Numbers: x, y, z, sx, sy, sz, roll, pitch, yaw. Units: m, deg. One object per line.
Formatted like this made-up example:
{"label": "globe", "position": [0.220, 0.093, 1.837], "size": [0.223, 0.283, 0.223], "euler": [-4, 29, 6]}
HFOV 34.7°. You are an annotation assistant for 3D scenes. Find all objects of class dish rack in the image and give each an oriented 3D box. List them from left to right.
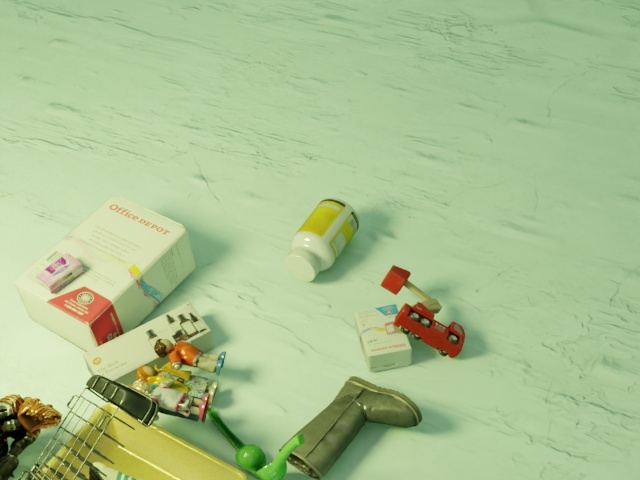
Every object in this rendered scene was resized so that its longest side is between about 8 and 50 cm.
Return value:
{"label": "dish rack", "position": [-0.400, 0.355, 1.714], "size": [0.271, 0.074, 0.208], "euler": [-58, 26, -14]}

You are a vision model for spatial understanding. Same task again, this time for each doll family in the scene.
{"label": "doll family", "position": [-0.283, 0.281, 1.902], "size": [0.163, 0.118, 0.263], "euler": [14, 21, 0]}

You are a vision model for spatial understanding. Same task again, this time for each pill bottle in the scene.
{"label": "pill bottle", "position": [0.000, 0.000, 2.191], "size": [0.103, 0.103, 0.184], "euler": [18, 49, 23]}

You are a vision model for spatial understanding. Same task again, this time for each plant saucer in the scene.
{"label": "plant saucer", "position": [-0.342, 0.477, 1.761], "size": [0.333, 0.081, 0.332], "euler": [22, 52, 26]}

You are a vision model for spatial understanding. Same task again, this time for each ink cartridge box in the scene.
{"label": "ink cartridge box", "position": [-0.445, 0.071, 2.147], "size": [0.226, 0.131, 0.306], "euler": [25, 52, 28]}
{"label": "ink cartridge box", "position": [0.123, 0.192, 2.019], "size": [0.089, 0.052, 0.122], "euler": [-11, 45, -6]}

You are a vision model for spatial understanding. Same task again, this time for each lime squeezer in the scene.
{"label": "lime squeezer", "position": [-0.118, 0.375, 1.828], "size": [0.059, 0.110, 0.310], "euler": [-36, 21, -29]}

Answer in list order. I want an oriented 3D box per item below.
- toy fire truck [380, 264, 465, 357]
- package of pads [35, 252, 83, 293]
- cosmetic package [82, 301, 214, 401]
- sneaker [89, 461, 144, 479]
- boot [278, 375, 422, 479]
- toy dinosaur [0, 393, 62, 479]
{"label": "toy fire truck", "position": [0.203, 0.140, 2.028], "size": [0.192, 0.047, 0.135], "euler": [30, 34, -2]}
{"label": "package of pads", "position": [-0.522, 0.066, 2.049], "size": [0.050, 0.032, 0.083], "euler": [32, 58, 30]}
{"label": "cosmetic package", "position": [-0.340, 0.218, 2.037], "size": [0.239, 0.060, 0.099], "euler": [-27, 47, -20]}
{"label": "sneaker", "position": [-0.326, 0.423, 1.729], "size": [0.075, 0.057, 0.161], "euler": [-12, 31, -43]}
{"label": "boot", "position": [0.055, 0.349, 1.852], "size": [0.190, 0.076, 0.208], "euler": [13, 39, 38]}
{"label": "toy dinosaur", "position": [-0.572, 0.335, 1.811], "size": [0.164, 0.322, 0.218], "euler": [42, 42, -1]}
